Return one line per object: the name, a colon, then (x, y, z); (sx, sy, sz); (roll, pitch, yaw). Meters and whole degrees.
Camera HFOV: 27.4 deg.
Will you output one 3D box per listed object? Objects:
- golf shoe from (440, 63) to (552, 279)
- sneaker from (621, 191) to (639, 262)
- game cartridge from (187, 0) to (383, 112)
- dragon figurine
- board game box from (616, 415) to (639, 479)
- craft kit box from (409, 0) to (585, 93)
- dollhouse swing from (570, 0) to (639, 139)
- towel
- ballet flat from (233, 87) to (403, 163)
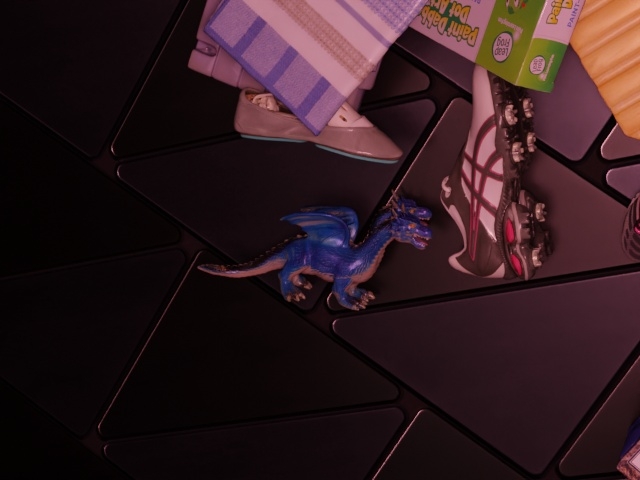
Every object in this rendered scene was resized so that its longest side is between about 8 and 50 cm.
golf shoe: (0.190, -0.085, 1.526); (0.120, 0.105, 0.273); (-3, 99, 27)
sneaker: (0.379, -0.029, 1.462); (0.063, 0.075, 0.170); (30, 134, 5)
game cartridge: (-0.004, -0.333, 1.567); (0.230, 0.068, 0.355); (23, 108, 10)
dragon figurine: (0.000, 0.000, 1.617); (0.289, 0.085, 0.144); (9, 104, 17)
board game box: (0.520, 0.245, 1.453); (0.291, 0.141, 0.232); (41, 111, 8)
craft kit box: (0.204, -0.314, 1.418); (0.250, 0.061, 0.247); (42, 122, 55)
dollhouse swing: (0.403, -0.278, 1.324); (0.305, 0.315, 0.347); (-30, 90, 7)
towel: (0.015, -0.291, 1.493); (0.209, 0.034, 0.285); (44, 106, 17)
ballet flat: (-0.003, -0.140, 1.539); (0.213, 0.072, 0.068); (12, 106, 19)
